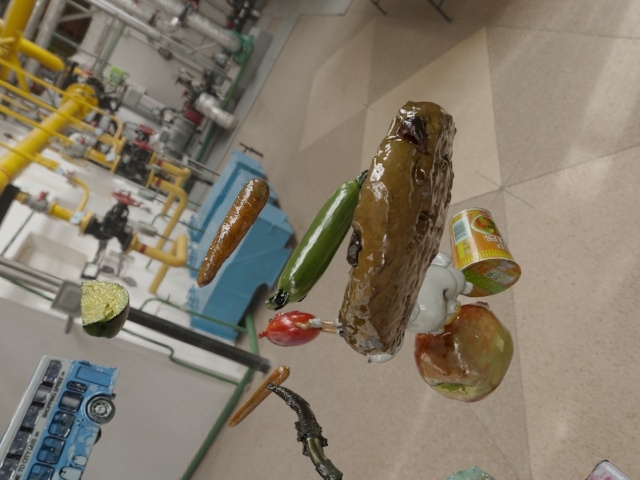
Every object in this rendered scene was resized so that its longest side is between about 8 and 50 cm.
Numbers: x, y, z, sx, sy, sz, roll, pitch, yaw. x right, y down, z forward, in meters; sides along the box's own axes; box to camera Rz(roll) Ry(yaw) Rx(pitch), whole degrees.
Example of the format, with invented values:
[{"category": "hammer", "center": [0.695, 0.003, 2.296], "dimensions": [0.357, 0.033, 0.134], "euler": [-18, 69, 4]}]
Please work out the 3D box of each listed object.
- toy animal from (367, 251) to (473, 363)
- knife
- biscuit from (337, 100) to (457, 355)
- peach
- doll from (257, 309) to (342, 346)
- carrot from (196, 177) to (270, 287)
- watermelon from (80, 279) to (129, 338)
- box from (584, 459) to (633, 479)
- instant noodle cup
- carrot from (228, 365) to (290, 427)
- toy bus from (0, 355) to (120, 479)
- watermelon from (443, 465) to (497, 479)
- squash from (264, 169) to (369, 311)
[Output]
[{"category": "toy animal", "center": [0.201, 0.125, 1.138], "dimensions": [0.154, 0.325, 0.208], "euler": [39, 129, 24]}, {"category": "knife", "center": [-0.013, 0.209, 0.605], "dimensions": [0.222, 0.046, 0.021], "euler": [28, 101, 68]}, {"category": "biscuit", "center": [0.097, -0.007, 0.621], "dimensions": [0.296, 0.075, 0.295], "euler": [16, -90, -74]}, {"category": "peach", "center": [0.353, 0.255, 1.352], "dimensions": [0.232, 0.232, 0.256], "euler": [-30, 28, 55]}, {"category": "doll", "center": [-0.041, 0.213, 1.337], "dimensions": [0.183, 0.217, 0.085], "euler": [76, -171, -71]}, {"category": "carrot", "center": [-0.131, -0.012, 0.830], "dimensions": [0.047, 0.047, 0.191], "euler": [-18, 41, 61]}, {"category": "watermelon", "center": [-0.426, 0.146, 1.098], "dimensions": [0.181, 0.092, 0.075], "euler": [-136, 47, -55]}, {"category": "box", "center": [0.770, 0.710, 1.328], "dimensions": [0.190, 0.112, 0.370], "euler": [-52, 19, 0]}, {"category": "instant noodle cup", "center": [0.394, 0.023, 1.387], "dimensions": [0.168, 0.169, 0.184], "euler": [-45, 34, 39]}, {"category": "carrot", "center": [-0.177, 0.449, 1.586], "dimensions": [0.248, 0.043, 0.043], "euler": [-46, 24, 4]}, {"category": "toy bus", "center": [-0.379, 0.307, 0.757], "dimensions": [0.106, 0.131, 0.297], "euler": [-54, 22, 37]}, {"category": "watermelon", "center": [0.259, 0.449, 0.794], "dimensions": [0.154, 0.094, 0.241], "euler": [-32, 34, -24]}, {"category": "squash", "center": [0.000, 0.002, 1.008], "dimensions": [0.071, 0.080, 0.318], "euler": [24, 70, 29]}]
